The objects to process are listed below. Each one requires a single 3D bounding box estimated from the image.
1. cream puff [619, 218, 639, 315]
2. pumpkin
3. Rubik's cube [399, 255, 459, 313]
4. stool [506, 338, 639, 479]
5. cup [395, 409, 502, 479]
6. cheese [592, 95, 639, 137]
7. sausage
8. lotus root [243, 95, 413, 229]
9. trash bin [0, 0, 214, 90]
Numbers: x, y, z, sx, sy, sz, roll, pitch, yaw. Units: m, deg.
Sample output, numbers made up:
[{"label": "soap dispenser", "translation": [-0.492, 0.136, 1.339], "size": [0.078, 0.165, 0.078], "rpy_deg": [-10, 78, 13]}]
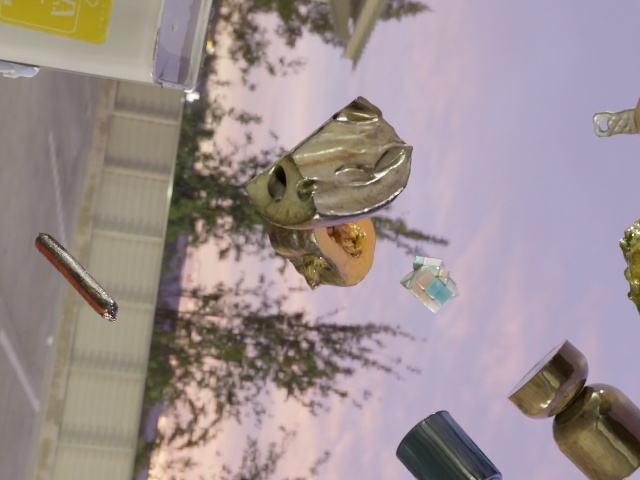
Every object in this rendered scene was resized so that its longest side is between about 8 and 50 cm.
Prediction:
[{"label": "cream puff", "translation": [0.626, 0.082, 1.505], "size": [0.185, 0.281, 0.282], "rpy_deg": [-53, -153, 37]}, {"label": "pumpkin", "translation": [0.000, 0.000, 1.904], "size": [0.222, 0.139, 0.317], "rpy_deg": [-66, 149, -16]}, {"label": "Rubik's cube", "translation": [0.174, 0.064, 1.347], "size": [0.073, 0.075, 0.084], "rpy_deg": [-48, -151, 2]}, {"label": "stool", "translation": [0.539, 0.356, 1.742], "size": [0.179, 0.264, 0.179], "rpy_deg": [-43, 168, -11]}, {"label": "cup", "translation": [0.217, 0.366, 1.378], "size": [0.113, 0.150, 0.138], "rpy_deg": [-51, -125, 11]}, {"label": "cheese", "translation": [0.593, -0.233, 1.492], "size": [0.248, 0.070, 0.164], "rpy_deg": [28, -52, 44]}, {"label": "sausage", "translation": [-0.277, 0.038, 0.958], "size": [0.198, 0.025, 0.028], "rpy_deg": [35, -24, 41]}, {"label": "lotus root", "translation": [0.017, -0.110, 1.452], "size": [0.210, 0.314, 0.142], "rpy_deg": [54, -45, 9]}, {"label": "trash bin", "translation": [-0.360, -0.352, 1.296], "size": [0.296, 0.367, 0.256], "rpy_deg": [-16, 118, -77]}]
